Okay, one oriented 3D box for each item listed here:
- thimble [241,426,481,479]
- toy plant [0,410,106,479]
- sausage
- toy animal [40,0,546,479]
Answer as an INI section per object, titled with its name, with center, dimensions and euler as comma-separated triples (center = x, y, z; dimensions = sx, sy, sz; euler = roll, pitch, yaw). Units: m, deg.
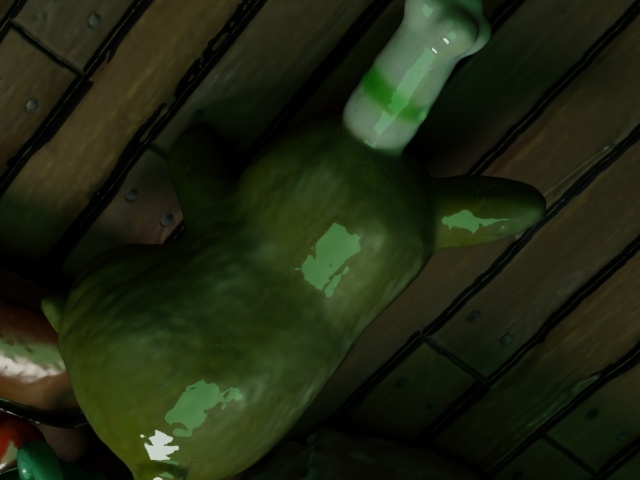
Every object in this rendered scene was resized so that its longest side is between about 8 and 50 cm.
[thimble]
center = 0.031, 0.294, 0.951
dimensions = 0.292, 0.195, 0.291
euler = 2, 115, 4
[toy plant]
center = -0.203, 0.319, 0.957
dimensions = 0.186, 0.279, 0.400
euler = 2, 115, -5
[sausage]
center = -0.296, 0.039, 0.908
dimensions = 0.330, 0.102, 0.102
euler = 23, 120, -4
[toy animal]
center = -0.009, -0.001, 0.818
dimensions = 0.363, 0.180, 0.181
euler = -46, 113, 4
